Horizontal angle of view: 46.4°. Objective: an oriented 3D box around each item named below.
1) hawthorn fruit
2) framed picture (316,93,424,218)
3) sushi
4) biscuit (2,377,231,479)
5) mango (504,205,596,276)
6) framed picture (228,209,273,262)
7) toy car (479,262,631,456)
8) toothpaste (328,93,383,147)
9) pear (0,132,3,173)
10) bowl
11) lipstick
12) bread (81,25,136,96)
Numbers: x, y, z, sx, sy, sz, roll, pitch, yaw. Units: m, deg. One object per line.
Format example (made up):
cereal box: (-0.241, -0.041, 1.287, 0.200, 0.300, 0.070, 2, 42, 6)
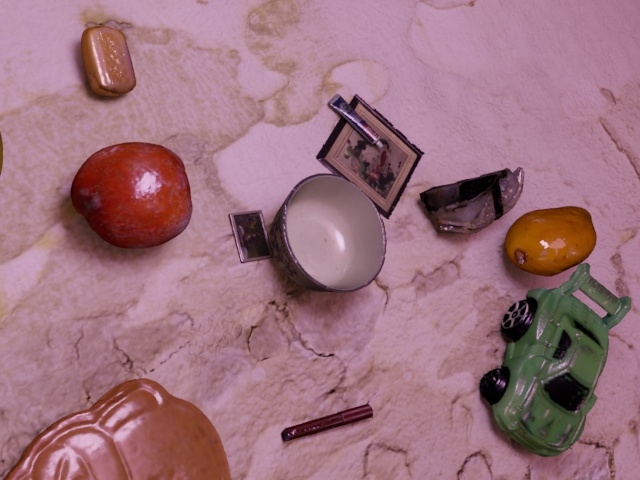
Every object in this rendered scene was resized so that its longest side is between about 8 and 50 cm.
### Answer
hawthorn fruit: (-0.280, -0.067, 1.112, 0.173, 0.173, 0.172, 11, 68, -30)
framed picture: (0.104, -0.170, 1.491, 0.199, 0.010, 0.195, 39, 57, -16)
sushi: (0.336, -0.081, 1.560, 0.273, 0.134, 0.109, -19, 98, -51)
biscuit: (-0.276, 0.373, 1.029, 0.351, 0.057, 0.312, -25, 87, -37)
mango: (0.497, -0.009, 1.592, 0.317, 0.177, 0.119, -32, 120, -49)
framed picture: (-0.120, -0.008, 1.292, 0.066, 0.007, 0.089, -8, 79, -35)
toy car: (0.475, 0.239, 1.489, 0.213, 0.176, 0.358, 38, 58, -15)
toothpaste: (0.073, -0.233, 1.475, 0.140, 0.021, 0.037, 44, 55, -4)
pear: (-0.513, -0.121, 0.967, 0.200, 0.200, 0.199, 11, 68, -30)
bowl: (0.000, 0.000, 1.302, 0.212, 0.112, 0.211, 12, 67, -30)
lipstick: (0.012, 0.307, 1.259, 0.177, 0.027, 0.027, -7, 78, -33)
bread: (-0.349, -0.287, 1.209, 0.082, 0.056, 0.115, -20, 95, -47)
